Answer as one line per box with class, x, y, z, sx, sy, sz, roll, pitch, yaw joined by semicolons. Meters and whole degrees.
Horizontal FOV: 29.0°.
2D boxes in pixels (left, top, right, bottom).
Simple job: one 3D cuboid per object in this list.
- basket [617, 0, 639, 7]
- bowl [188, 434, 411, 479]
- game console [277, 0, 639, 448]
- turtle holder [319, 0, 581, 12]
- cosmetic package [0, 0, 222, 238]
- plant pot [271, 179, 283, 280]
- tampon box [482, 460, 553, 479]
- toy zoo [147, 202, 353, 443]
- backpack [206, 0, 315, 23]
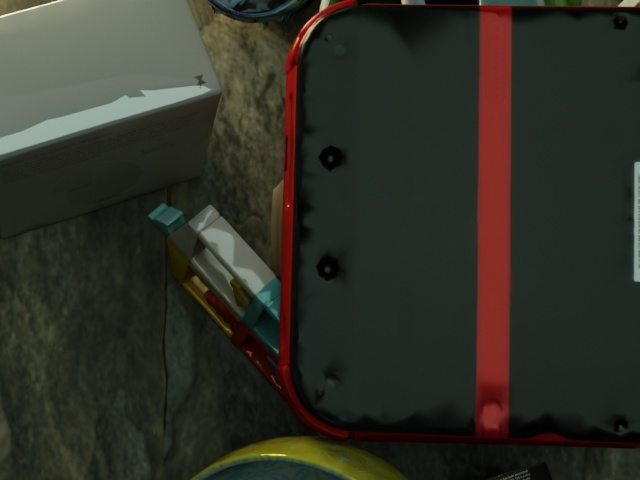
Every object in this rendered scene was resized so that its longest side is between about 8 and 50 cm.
basket;0.422;-0.218;1.404;0.167;0.113;0.103;6;77;-9
bowl;0.008;0.292;1.137;0.289;0.289;0.156;42;28;3
game console;0.136;-0.017;1.073;0.342;0.060;0.387;1;85;-2
turtle holder;0.124;-0.221;1.234;0.227;0.243;0.320;13;89;-43
cosmetic package;-0.230;-0.126;1.194;0.224;0.225;0.138;-19;79;-16
plant pot;0.000;0.000;1.268;0.109;0.109;0.096;12;84;-7
tampon box;0.185;0.310;1.199;0.101;0.120;0.161;-16;78;-14
toy zoo;-0.059;0.075;1.185;0.030;0.192;0.293;-41;84;-19
backpack;-0.066;-0.306;1.333;0.158;0.117;0.173;45;71;4
